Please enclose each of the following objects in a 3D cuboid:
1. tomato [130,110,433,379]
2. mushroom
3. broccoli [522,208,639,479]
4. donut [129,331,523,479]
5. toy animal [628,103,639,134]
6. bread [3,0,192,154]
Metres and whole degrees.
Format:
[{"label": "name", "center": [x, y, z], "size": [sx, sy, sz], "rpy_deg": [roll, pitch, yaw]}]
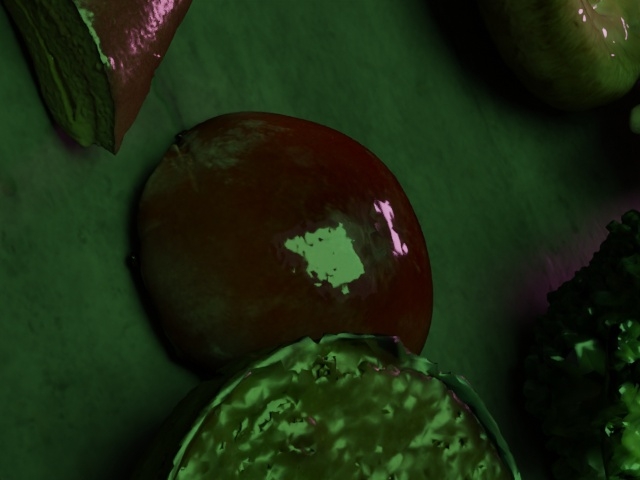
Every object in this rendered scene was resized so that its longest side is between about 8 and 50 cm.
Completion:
[{"label": "tomato", "center": [0.000, 0.000, 1.086], "size": [0.228, 0.112, 0.199], "rpy_deg": [15, 65, -38]}, {"label": "mushroom", "center": [0.195, -0.242, 1.292], "size": [0.278, 0.146, 0.278], "rpy_deg": [13, 75, -55]}, {"label": "broccoli", "center": [0.327, 0.074, 1.222], "size": [0.338, 0.277, 0.317], "rpy_deg": [32, 52, -20]}, {"label": "donut", "center": [-0.004, 0.183, 0.995], "size": [0.272, 0.107, 0.272], "rpy_deg": [0, 90, -33]}, {"label": "toy animal", "center": [0.340, -0.128, 1.329], "size": [0.154, 0.166, 0.250], "rpy_deg": [37, 11, 4]}, {"label": "bread", "center": [-0.137, -0.158, 1.048], "size": [0.119, 0.067, 0.192], "rpy_deg": [35, 57, -26]}]
